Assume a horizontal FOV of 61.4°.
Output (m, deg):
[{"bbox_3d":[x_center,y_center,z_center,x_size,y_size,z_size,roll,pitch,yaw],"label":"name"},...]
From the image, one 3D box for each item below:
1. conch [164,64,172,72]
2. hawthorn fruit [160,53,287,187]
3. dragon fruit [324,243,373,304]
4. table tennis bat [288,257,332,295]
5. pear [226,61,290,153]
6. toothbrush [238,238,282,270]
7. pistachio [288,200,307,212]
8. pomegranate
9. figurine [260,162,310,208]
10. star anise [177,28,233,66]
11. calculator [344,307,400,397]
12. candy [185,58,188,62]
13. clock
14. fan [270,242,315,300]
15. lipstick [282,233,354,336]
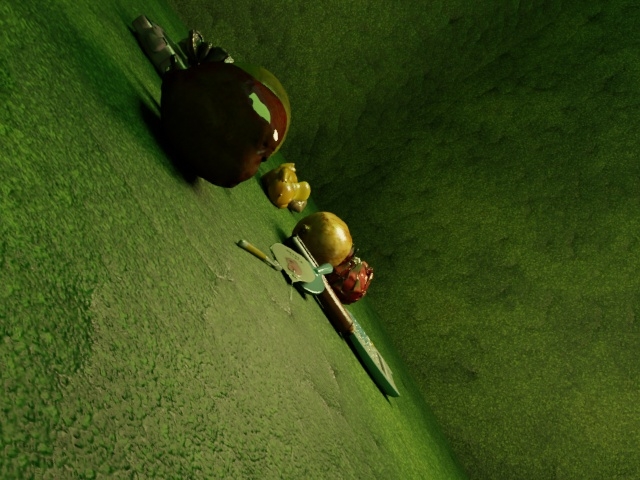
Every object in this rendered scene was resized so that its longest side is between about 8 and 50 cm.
[{"bbox_3d":[-0.390,-0.362,1.509,0.232,0.086,0.080,57,-29,-10],"label":"conch"},{"bbox_3d":[-0.250,-0.303,1.372,0.325,0.308,0.308,39,16,-40],"label":"hawthorn fruit"},{"bbox_3d":[0.113,0.152,2.196,0.192,0.274,0.193,21,39,-5],"label":"dragon fruit"},{"bbox_3d":[-0.028,0.113,1.833,0.149,0.038,0.237,50,28,13],"label":"table tennis bat"},{"bbox_3d":[-0.267,-0.453,1.896,0.352,0.352,0.413,51,11,-47],"label":"pear"},{"bbox_3d":[-0.167,0.041,1.511,0.024,0.021,0.288,48,1,24],"label":"toothbrush"},{"bbox_3d":[-0.135,-0.215,2.776,0.185,0.108,0.126,-127,-157,-48],"label":"pistachio"},{"bbox_3d":[0.000,0.000,2.081,0.248,0.248,0.248,56,6,-9],"label":"pomegranate"},{"bbox_3d":[-0.168,-0.244,2.420,0.228,0.215,0.215,42,-7,47],"label":"figurine"},{"bbox_3d":[-0.416,-0.675,1.936,0.229,0.093,0.236,16,-7,22],"label":"star anise"},{"bbox_3d":[0.184,0.429,2.117,0.386,0.054,0.256,59,5,-13],"label":"calculator"},{"bbox_3d":[-0.463,-0.598,2.125,0.255,0.094,0.255,56,6,-8],"label":"candy"},{"bbox_3d":[-0.527,-0.635,1.841,0.248,0.090,0.227,55,5,-4],"label":"clock"},{"bbox_3d":[-0.086,0.103,1.692,0.182,0.010,0.310,33,21,-18],"label":"fan"},{"bbox_3d":[-0.002,0.165,1.943,0.418,0.077,0.077,58,6,-5],"label":"lipstick"}]
